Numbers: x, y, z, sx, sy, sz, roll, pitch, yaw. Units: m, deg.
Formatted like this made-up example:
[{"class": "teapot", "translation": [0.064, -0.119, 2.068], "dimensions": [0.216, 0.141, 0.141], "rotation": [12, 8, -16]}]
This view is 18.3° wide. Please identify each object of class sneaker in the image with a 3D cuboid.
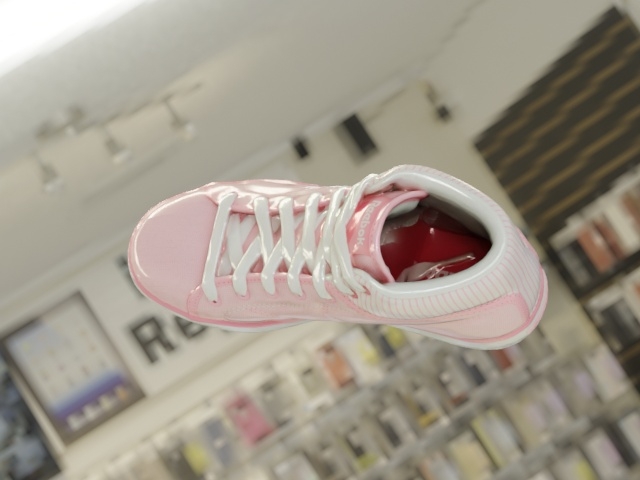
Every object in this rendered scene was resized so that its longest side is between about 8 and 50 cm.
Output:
[{"class": "sneaker", "translation": [0.000, 0.000, 0.602], "dimensions": [0.134, 0.051, 0.070], "rotation": [7, -16, 13]}]
